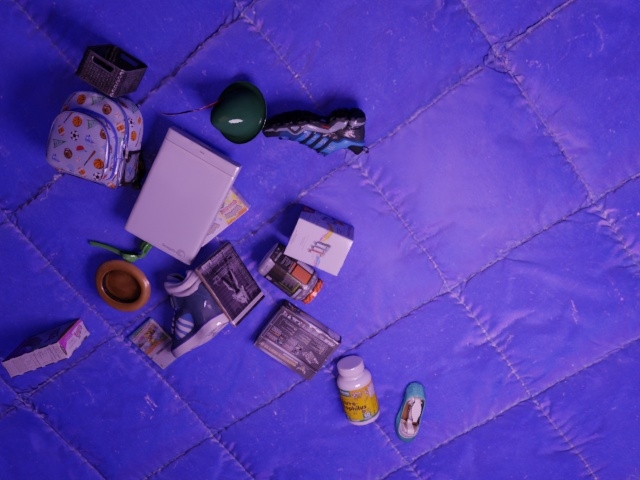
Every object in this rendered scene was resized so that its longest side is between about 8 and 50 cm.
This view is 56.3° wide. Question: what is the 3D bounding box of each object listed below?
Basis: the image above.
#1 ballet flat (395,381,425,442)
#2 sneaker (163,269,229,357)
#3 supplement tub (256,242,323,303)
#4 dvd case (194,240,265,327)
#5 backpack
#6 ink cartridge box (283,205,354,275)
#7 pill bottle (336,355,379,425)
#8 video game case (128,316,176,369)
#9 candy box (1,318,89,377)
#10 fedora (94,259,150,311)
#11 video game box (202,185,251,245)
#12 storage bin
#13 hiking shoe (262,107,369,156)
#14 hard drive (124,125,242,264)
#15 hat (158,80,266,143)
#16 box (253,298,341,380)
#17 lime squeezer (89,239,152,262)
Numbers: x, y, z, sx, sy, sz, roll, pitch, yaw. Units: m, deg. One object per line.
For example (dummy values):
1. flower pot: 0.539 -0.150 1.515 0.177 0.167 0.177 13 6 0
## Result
1. ballet flat: 0.300 0.595 2.004 0.083 0.087 0.247 8 111 2
2. sneaker: -0.433 0.221 1.928 0.323 0.130 0.236 -39 80 43
3. supplement tub: -0.092 0.106 1.847 0.190 0.117 0.117 39 109 -9
4. dvd case: -0.277 0.134 1.858 0.018 0.164 0.221 -19 109 41
5. backpack: -0.643 -0.299 1.716 0.276 0.213 0.263 18 101 2
6. ink cartridge box: 0.000 0.000 1.792 0.176 0.128 0.127 24 111 -4
7. pill bottle: 0.119 0.490 1.968 0.117 0.117 0.208 -11 109 10
8. video game case: -0.558 0.354 2.042 0.119 0.015 0.166 -40 102 18
9. candy box: -0.919 0.359 2.005 0.233 0.159 0.071 -20 108 12
10. fedora: -0.629 0.136 1.934 0.194 0.079 0.194 4 110 11
11. video game box: -0.350 -0.110 1.832 0.205 0.048 0.187 -37 104 17
12. storage bin: -0.573 -0.470 1.649 0.122 0.180 0.084 32 110 -6
13. hiking shoe: -0.019 -0.294 1.696 0.304 0.113 0.132 1 122 13
14. hard drive: -0.414 -0.128 1.783 0.233 0.047 0.353 30 110 -3
15. hat: -0.279 -0.346 1.639 0.208 0.183 0.173 -36 80 28
16. box: -0.075 0.329 1.961 0.231 0.056 0.183 34 111 -7
17. lime squeezer: -0.581 0.006 1.905 0.310 0.059 0.110 -19 77 14
